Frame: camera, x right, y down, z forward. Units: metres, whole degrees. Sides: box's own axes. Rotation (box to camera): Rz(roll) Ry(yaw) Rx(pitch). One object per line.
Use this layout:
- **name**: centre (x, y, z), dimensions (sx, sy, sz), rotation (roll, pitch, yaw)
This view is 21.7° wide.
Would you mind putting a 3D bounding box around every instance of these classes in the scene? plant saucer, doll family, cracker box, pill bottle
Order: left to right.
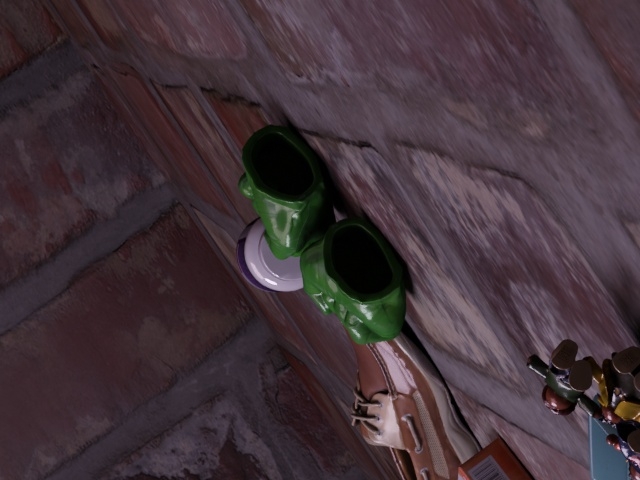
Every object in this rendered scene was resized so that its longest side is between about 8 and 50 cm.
- **pill bottle**: centre (-0.050, 0.014, 2.191), dimensions (0.108, 0.108, 0.193), rotation (55, 172, -3)
- **cracker box**: centre (0.236, 0.342, 2.036), dimensions (0.155, 0.067, 0.232), rotation (52, 172, 18)
- **plant saucer**: centre (0.261, 0.198, 1.483), dimensions (0.067, 0.018, 0.192), rotation (50, 170, 26)
- **doll family**: centre (0.234, 0.136, 1.191), dimensions (0.193, 0.076, 0.111), rotation (49, 166, 18)

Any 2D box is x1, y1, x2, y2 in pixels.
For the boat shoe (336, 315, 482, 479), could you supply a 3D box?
- **boat shoe**: centre (0.099, 0.212, 2.110), dimensions (0.324, 0.116, 0.123), rotation (58, 171, -24)

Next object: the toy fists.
- **toy fists**: centre (0.000, 0.000, 1.898), dimensions (0.279, 0.096, 0.142), rotation (50, 172, 22)
